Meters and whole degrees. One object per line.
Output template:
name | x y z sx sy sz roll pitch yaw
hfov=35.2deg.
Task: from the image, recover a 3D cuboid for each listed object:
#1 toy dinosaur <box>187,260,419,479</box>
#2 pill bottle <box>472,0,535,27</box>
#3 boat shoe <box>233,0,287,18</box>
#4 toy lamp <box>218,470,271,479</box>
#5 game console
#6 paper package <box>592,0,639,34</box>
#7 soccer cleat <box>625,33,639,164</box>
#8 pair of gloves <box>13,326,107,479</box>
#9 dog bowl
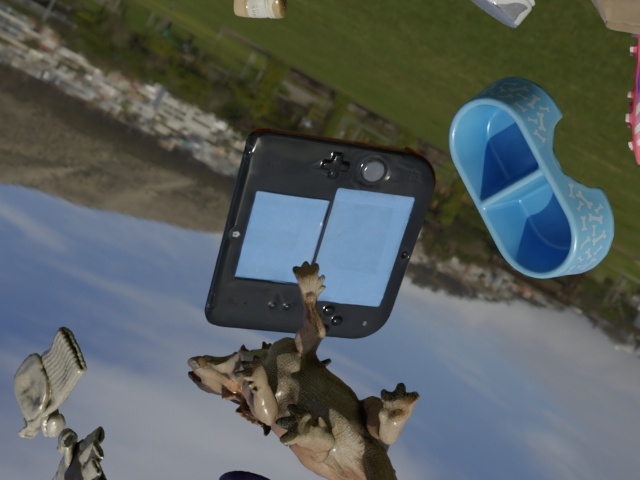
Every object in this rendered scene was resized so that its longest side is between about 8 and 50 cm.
toy dinosaur | -0.001 0.163 0.926 0.295 0.127 0.200 47 157 31
pill bottle | 0.336 -0.479 1.545 0.160 0.283 0.160 37 -171 -7
boat shoe | -0.069 -0.305 1.028 0.059 0.170 0.063 -5 162 7
toy lamp | -0.098 0.335 0.883 0.080 0.080 0.274 28 -132 -11
game console | 0.000 0.000 1.748 0.342 0.386 0.060 5 -151 -22
paper package | 0.542 -0.421 1.318 0.309 0.325 0.168 27 162 50
soccer cleat | 0.558 -0.250 1.669 0.095 0.248 0.083 2 179 20
pair of gloves | -0.349 0.256 1.340 0.042 0.204 0.240 -7 -113 -40
dog bowl | 0.283 -0.080 1.398 0.074 0.166 0.297 -23 -96 -41
